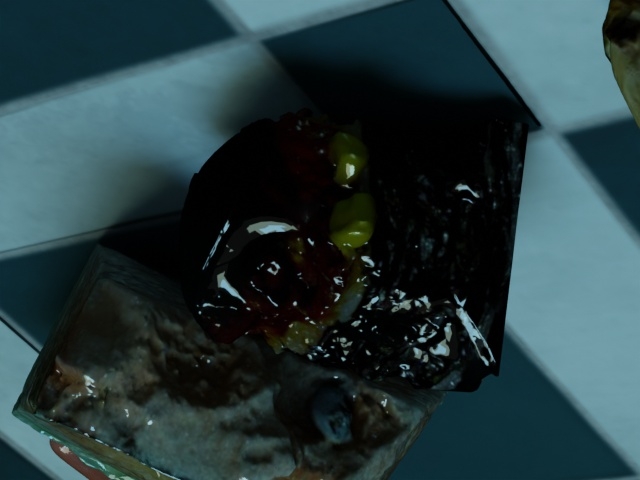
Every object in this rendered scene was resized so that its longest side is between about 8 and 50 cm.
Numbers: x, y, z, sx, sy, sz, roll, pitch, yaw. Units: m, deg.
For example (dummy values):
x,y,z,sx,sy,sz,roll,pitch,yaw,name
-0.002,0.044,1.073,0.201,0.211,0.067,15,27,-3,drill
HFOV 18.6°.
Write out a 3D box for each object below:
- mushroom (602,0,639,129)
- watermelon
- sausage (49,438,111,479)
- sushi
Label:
x,y,z,sx,sy,sz,roll,pitch,yaw,name
0.254,0.038,1.002,0.301,0.233,0.208,16,138,-4,mushroom
-0.052,0.102,1.269,0.264,0.151,0.302,25,168,-5,watermelon
-0.145,0.209,1.594,0.029,0.029,0.223,-15,135,38,sausage
0.000,0.000,1.124,0.150,0.153,0.172,11,172,-30,sushi
